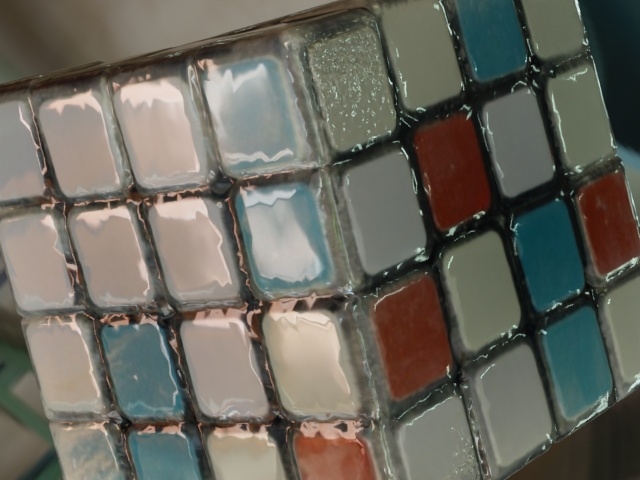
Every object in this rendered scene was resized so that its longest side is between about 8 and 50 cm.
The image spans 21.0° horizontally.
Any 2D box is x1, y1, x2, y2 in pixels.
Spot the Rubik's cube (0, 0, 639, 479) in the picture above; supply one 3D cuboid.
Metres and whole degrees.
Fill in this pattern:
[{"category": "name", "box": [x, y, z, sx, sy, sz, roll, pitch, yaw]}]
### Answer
[{"category": "Rubik's cube", "box": [0.001, 0.001, 0.943, 0.259, 0.256, 0.253, -9, -170, 41]}]
